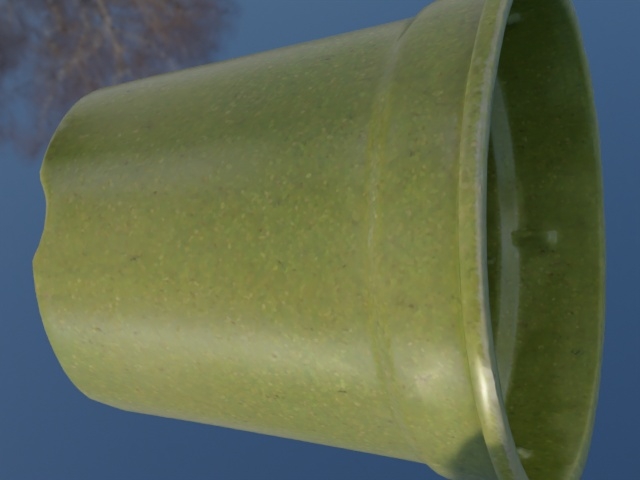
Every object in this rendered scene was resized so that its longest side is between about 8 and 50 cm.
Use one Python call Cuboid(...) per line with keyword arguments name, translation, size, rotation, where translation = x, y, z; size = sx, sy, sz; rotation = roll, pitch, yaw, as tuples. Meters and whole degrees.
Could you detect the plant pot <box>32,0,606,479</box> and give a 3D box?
Cuboid(name="plant pot", translation=(0.000, 0.000, 0.760), size=(0.253, 0.276, 0.276), rotation=(-1, -145, 21))
